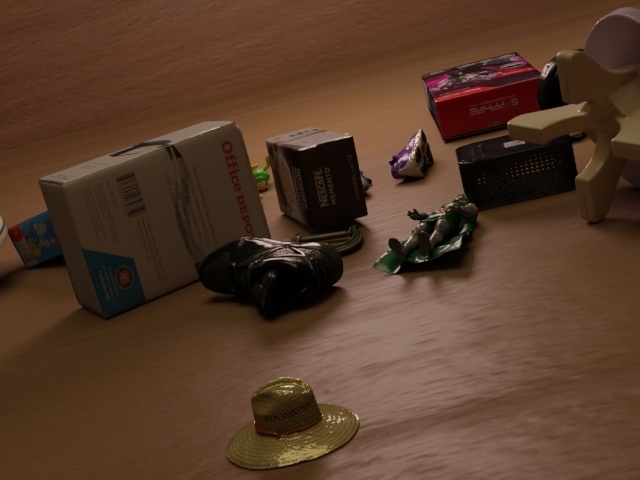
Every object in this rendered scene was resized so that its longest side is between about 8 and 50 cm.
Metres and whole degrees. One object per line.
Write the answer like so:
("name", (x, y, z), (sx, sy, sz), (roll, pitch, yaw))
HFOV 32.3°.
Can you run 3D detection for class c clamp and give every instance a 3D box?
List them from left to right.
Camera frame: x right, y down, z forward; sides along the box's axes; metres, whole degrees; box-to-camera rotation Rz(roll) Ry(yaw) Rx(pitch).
("c clamp", (0.000, 0.000, 1.765), (0.161, 0.022, 0.137), (-6, 18, 27))

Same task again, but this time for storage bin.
("storage bin", (0.315, -0.119, 1.778), (0.180, 0.084, 0.122), (-13, 16, 8))

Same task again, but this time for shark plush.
("shark plush", (0.064, -0.107, 2.067), (0.067, 0.073, 0.161), (7, -2, 6))

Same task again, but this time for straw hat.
("straw hat", (-0.036, 0.176, 1.147), (0.144, 0.061, 0.144), (-13, 17, 4))

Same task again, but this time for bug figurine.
("bug figurine", (-0.066, -0.140, 2.200), (0.279, 0.072, 0.216), (-19, 10, 1))

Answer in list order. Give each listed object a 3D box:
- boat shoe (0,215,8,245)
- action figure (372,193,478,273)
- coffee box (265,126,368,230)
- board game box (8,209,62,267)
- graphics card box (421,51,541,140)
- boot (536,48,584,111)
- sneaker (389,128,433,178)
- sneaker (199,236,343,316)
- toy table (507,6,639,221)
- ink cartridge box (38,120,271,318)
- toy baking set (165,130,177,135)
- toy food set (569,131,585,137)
("boat shoe", (-0.683, 0.029, 1.948), (0.187, 0.156, 0.500), (-44, 14, 12))
("action figure", (0.176, -0.023, 1.631), (0.137, 0.063, 0.232), (-9, 13, 29))
("coffee box", (-0.011, -0.112, 1.907), (0.098, 0.141, 0.246), (-15, 12, -13))
("board game box", (-0.392, -0.078, 2.128), (0.302, 0.086, 0.308), (-20, 10, 38))
("graphics card box", (0.351, -0.317, 2.389), (0.233, 0.094, 0.371), (-13, 15, 6))
("boot", (0.536, -0.216, 1.684), (0.348, 0.131, 0.260), (3, 10, -20))
("sneaker", (0.167, -0.161, 2.082), (0.071, 0.068, 0.170), (-15, 16, 21))
("sneaker", (-0.094, 0.050, 1.565), (0.227, 0.087, 0.130), (1, 16, 29))
("toy table", (0.406, -0.166, 1.539), (0.161, 0.274, 0.252), (-33, 19, -29))
("ink cartridge box", (-0.260, -0.042, 1.770), (0.307, 0.223, 0.129), (-23, 18, -27))
("toy baking set", (-0.394, -0.149, 2.191), (0.256, 0.030, 0.197), (-26, 5, -9))
("toy food set", (0.448, -0.195, 2.028), (0.082, 0.020, 0.083), (-17, 16, -7))
